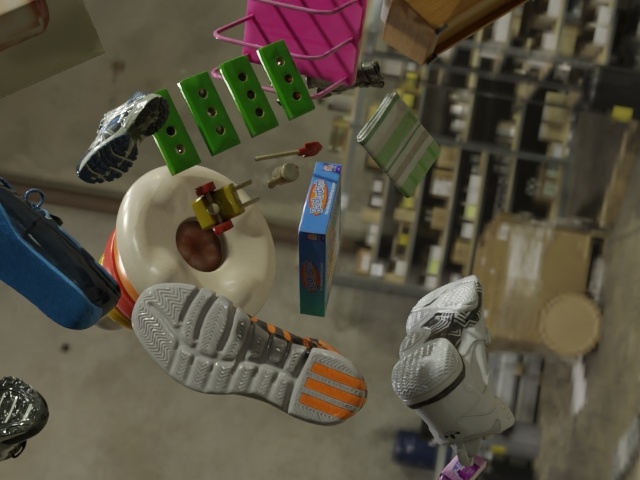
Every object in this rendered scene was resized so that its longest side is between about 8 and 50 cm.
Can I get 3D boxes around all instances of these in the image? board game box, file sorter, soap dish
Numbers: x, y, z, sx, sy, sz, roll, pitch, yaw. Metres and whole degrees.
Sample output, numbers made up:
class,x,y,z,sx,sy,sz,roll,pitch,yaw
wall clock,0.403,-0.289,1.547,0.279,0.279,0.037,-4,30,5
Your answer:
class,x,y,z,sx,sy,sz,roll,pitch,yaw
board game box,0.000,0.000,1.860,0.210,0.047,0.160,90,-170,-47
file sorter,-0.048,-0.385,1.746,0.182,0.202,0.291,-43,-35,-60
soap dish,0.241,-0.407,1.776,0.118,0.291,0.229,58,174,6

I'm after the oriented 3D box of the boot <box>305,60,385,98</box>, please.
class,x,y,z,sx,sy,sz,roll,pitch,yaw
boot,0.055,-0.383,2.509,0.246,0.161,0.083,17,-114,-76

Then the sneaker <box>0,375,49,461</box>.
class,x,y,z,sx,sy,sz,roll,pitch,yaw
sneaker,-0.468,0.273,1.652,0.271,0.108,0.100,-19,43,46

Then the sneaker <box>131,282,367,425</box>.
class,x,y,z,sx,sy,sz,roll,pitch,yaw
sneaker,-0.092,0.157,1.483,0.124,0.321,0.180,-64,-4,-3

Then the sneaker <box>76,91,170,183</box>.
class,x,y,z,sx,sy,sz,roll,pitch,yaw
sneaker,-0.237,-0.122,1.313,0.135,0.058,0.052,-46,-43,-12

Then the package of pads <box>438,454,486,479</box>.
class,x,y,z,sx,sy,sz,roll,pitch,yaw
package of pads,0.250,0.403,1.961,0.083,0.050,0.032,-38,-27,-38

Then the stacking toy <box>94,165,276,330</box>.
class,x,y,z,sx,sy,sz,roll,pitch,yaw
stacking toy,-0.347,0.082,2.325,0.480,0.350,0.350,-33,39,48

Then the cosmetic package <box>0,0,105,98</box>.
class,x,y,z,sx,sy,sz,roll,pitch,yaw
cosmetic package,-0.458,-0.275,1.478,0.153,0.296,0.129,55,167,37

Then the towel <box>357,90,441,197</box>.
class,x,y,z,sx,sy,sz,roll,pitch,yaw
towel,0.131,-0.159,1.870,0.023,0.152,0.113,13,61,52

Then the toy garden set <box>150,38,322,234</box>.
class,x,y,z,sx,sy,sz,roll,pitch,yaw
toy garden set,-0.111,-0.137,1.522,0.049,0.244,0.204,-18,99,57

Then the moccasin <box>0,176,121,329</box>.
class,x,y,z,sx,sy,sz,roll,pitch,yaw
moccasin,-0.461,0.011,1.777,0.138,0.342,0.117,-49,-9,32

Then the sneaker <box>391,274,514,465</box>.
class,x,y,z,sx,sy,sz,roll,pitch,yaw
sneaker,0.244,0.225,1.966,0.210,0.137,0.366,58,-150,-18
